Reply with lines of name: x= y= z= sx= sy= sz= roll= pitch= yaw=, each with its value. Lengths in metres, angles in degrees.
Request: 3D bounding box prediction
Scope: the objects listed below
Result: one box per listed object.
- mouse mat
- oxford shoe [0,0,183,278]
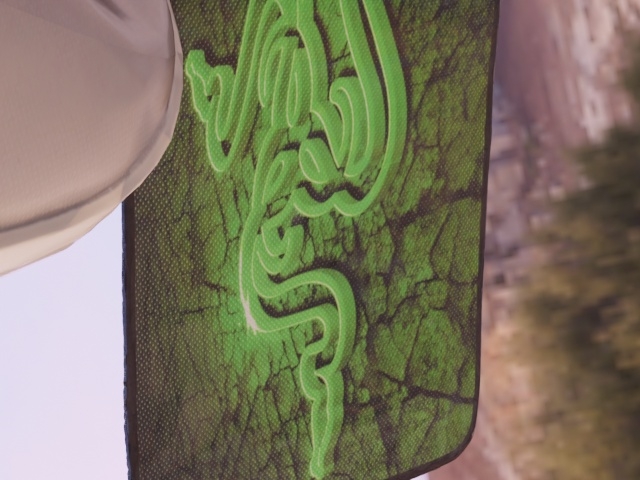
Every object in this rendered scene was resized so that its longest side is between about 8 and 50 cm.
mouse mat: x=0.000 y=0.000 z=0.606 sx=0.152 sy=0.007 sz=0.190 roll=-15 pitch=-66 yaw=-40
oxford shoe: x=-0.131 y=-0.098 z=0.242 sx=0.449 sy=0.130 sz=0.169 roll=28 pitch=-147 yaw=-58
